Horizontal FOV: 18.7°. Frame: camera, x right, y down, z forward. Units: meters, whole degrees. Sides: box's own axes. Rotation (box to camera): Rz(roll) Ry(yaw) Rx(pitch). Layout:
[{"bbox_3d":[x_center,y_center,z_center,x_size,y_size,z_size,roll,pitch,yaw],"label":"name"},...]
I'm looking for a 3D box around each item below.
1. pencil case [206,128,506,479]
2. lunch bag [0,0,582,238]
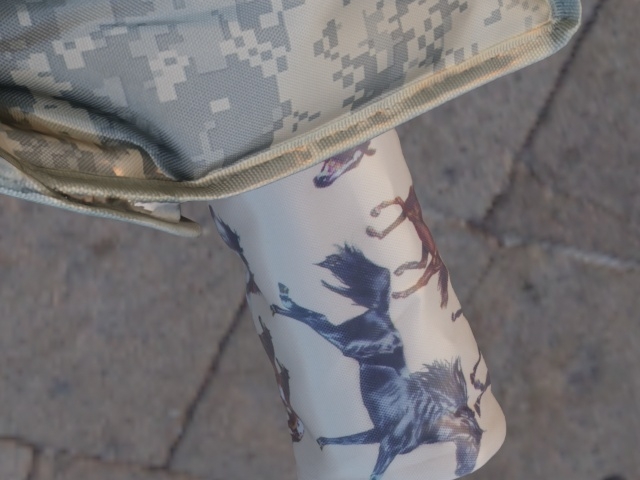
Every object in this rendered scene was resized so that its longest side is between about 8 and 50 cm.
[{"bbox_3d":[0.000,0.000,1.386,0.160,0.183,0.410,-25,110,-11],"label":"pencil case"},{"bbox_3d":[-0.090,-0.110,0.671,0.287,0.235,0.169,-27,123,-32],"label":"lunch bag"}]
